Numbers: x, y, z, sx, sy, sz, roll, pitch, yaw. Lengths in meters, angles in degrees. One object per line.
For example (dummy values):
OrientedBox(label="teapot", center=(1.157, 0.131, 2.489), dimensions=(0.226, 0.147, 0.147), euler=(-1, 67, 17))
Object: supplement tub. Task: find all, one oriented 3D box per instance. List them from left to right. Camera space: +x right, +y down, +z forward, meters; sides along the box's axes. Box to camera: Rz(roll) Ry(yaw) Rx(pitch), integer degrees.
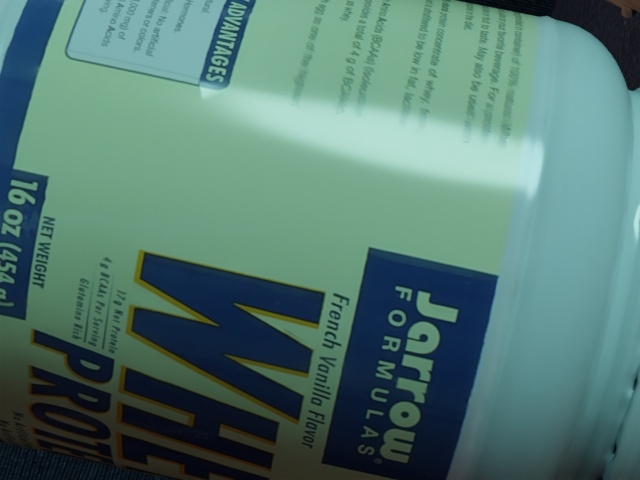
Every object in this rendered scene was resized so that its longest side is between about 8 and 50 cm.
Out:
OrientedBox(label="supplement tub", center=(0.000, 0.000, 0.631), dimensions=(0.235, 0.325, 0.235), euler=(12, -90, -88))

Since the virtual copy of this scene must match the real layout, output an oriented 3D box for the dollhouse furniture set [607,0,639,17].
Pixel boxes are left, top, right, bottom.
OrientedBox(label="dollhouse furniture set", center=(0.403, -0.398, 1.274), dimensions=(0.355, 0.174, 0.303), euler=(-47, -28, -20))
